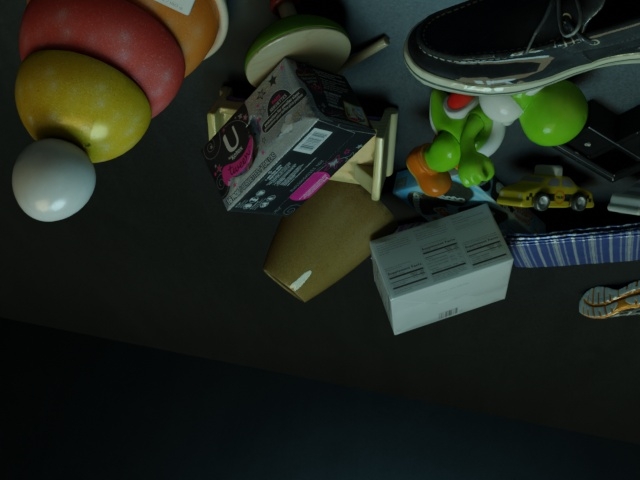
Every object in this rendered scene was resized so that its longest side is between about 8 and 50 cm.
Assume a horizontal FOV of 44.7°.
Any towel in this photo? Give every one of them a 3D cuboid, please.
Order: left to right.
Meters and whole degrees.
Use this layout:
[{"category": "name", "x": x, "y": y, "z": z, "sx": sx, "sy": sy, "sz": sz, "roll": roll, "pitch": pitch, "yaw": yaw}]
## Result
[{"category": "towel", "x": 0.577, "y": 0.009, "z": 1.681, "sx": 0.335, "sy": 0.040, "sz": 0.243, "roll": -5, "pitch": 163, "yaw": 21}]

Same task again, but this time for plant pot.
[{"category": "plant pot", "x": 0.000, "y": 0.000, "z": 1.678, "sx": 0.237, "sy": 0.254, "sz": 0.237, "roll": 36, "pitch": 172, "yaw": 6}]

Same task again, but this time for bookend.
[{"category": "bookend", "x": 0.517, "y": -0.188, "z": 1.355, "sx": 0.156, "sy": 0.072, "sz": 0.157, "roll": 25, "pitch": 152, "yaw": -21}]

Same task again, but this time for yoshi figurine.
[{"category": "yoshi figurine", "x": 0.318, "y": -0.189, "z": 1.349, "sx": 0.202, "sy": 0.204, "sz": 0.362, "roll": 7, "pitch": 156, "yaw": -22}]

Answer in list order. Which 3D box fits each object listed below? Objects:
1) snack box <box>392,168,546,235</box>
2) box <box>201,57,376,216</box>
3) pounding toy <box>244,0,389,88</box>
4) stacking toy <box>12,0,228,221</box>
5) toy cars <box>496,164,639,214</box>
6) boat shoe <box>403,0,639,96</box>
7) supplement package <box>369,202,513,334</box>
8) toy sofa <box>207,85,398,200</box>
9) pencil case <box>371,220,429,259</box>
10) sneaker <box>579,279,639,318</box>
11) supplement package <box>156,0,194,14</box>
[{"category": "snack box", "x": 0.331, "y": -0.068, "z": 1.711, "sx": 0.187, "sy": 0.060, "sz": 0.322, "roll": -13, "pitch": 143, "yaw": 44}, {"category": "box", "x": -0.061, "y": -0.172, "z": 1.347, "sx": 0.163, "sy": 0.142, "sz": 0.247, "roll": 4, "pitch": 142, "yaw": -49}, {"category": "pounding toy", "x": -0.030, "y": -0.345, "z": 1.322, "sx": 0.236, "sy": 0.110, "sz": 0.183, "roll": -3, "pitch": 158, "yaw": -41}, {"category": "stacking toy", "x": -0.370, "y": -0.244, "z": 1.231, "sx": 0.350, "sy": 0.480, "sz": 0.351, "roll": 12, "pitch": 155, "yaw": 6}, {"category": "toy cars", "x": 0.545, "y": -0.097, "z": 1.504, "sx": 0.393, "sy": 0.087, "sz": 0.176, "roll": 5, "pitch": -172, "yaw": 16}, {"category": "boat shoe", "x": 0.352, "y": -0.318, "z": 1.060, "sx": 0.499, "sy": 0.187, "sz": 0.156, "roll": -4, "pitch": 148, "yaw": 21}, {"category": "supplement package", "x": 0.253, "y": 0.065, "z": 1.659, "sx": 0.261, "sy": 0.145, "sz": 0.204, "roll": -17, "pitch": 152, "yaw": -2}, {"category": "toy sofa", "x": -0.031, "y": -0.209, "z": 1.551, "sx": 0.362, "sy": 0.177, "sz": 0.150, "roll": 9, "pitch": 130, "yaw": 11}, {"category": "pencil case", "x": 0.221, "y": 0.004, "z": 1.885, "sx": 0.206, "sy": 0.088, "sz": 0.086, "roll": -11, "pitch": 143, "yaw": 43}, {"category": "sneaker", "x": 0.747, "y": 0.158, "z": 1.935, "sx": 0.083, "sy": 0.084, "sz": 0.214, "roll": 28, "pitch": 151, "yaw": -36}, {"category": "supplement package", "x": -0.193, "y": -0.476, "z": 1.019, "sx": 0.177, "sy": 0.175, "sz": 0.293, "roll": 22, "pitch": 153, "yaw": -15}]
